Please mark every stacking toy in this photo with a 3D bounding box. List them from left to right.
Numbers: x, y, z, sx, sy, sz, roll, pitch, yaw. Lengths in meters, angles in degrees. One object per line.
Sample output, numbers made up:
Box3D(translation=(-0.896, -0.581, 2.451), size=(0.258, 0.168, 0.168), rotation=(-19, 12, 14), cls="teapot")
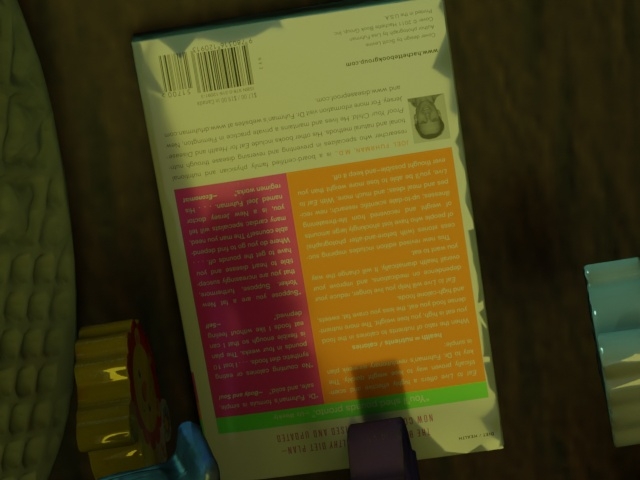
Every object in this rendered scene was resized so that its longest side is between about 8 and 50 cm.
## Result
Box3D(translation=(0.029, 0.109, 0.604), size=(0.167, 0.052, 0.221), rotation=(-8, 123, 6), cls="stacking toy")

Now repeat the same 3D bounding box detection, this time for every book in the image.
Box3D(translation=(0.000, 0.000, 0.604), size=(0.096, 0.035, 0.144), rotation=(-8, 104, -1), cls="book")

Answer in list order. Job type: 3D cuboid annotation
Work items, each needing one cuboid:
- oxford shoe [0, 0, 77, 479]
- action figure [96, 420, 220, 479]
Box3D(translation=(-0.196, -0.081, 0.498), size=(0.130, 0.169, 0.449), rotation=(0, 131, 35), cls="oxford shoe")
Box3D(translation=(-0.082, 0.186, 0.557), size=(0.330, 0.178, 0.341), rotation=(1, 109, -5), cls="action figure")
